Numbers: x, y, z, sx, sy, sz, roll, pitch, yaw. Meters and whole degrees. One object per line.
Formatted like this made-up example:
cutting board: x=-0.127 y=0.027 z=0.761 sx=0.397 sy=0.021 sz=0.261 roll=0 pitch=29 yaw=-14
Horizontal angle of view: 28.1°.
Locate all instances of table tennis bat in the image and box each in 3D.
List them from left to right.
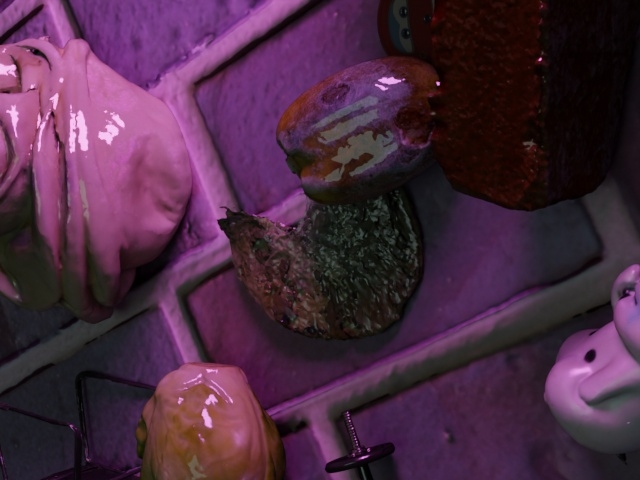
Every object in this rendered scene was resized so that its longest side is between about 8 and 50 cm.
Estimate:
table tennis bat: x=0.110 y=-0.194 z=1.095 sx=0.154 sy=0.019 sz=0.098 roll=-2 pitch=96 yaw=41

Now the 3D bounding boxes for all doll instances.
doll: x=0.250 y=0.084 z=0.971 sx=0.107 sy=0.110 sz=0.181 roll=38 pitch=124 yaw=5

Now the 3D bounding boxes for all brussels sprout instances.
brussels sprout: x=-0.106 y=0.216 z=1.265 sx=0.145 sy=0.131 sz=0.183 roll=38 pitch=122 yaw=52

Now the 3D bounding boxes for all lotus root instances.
lotus root: x=0.053 y=-0.101 z=1.104 sx=0.192 sy=0.088 sz=0.113 roll=-24 pitch=90 yaw=21

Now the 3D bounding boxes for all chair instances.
chair: x=-0.257 y=0.272 z=1.383 sx=0.145 sy=0.140 sz=0.221 roll=9 pitch=104 yaw=38

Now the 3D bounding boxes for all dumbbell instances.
dumbbell: x=0.045 y=0.228 z=1.180 sx=0.069 sy=0.069 sz=0.147 roll=-23 pitch=83 yaw=38

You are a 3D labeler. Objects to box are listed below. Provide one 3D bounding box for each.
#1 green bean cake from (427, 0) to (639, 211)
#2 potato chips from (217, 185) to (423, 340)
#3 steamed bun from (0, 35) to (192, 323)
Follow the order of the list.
green bean cake: x=0.155 y=-0.140 z=0.956 sx=0.097 sy=0.198 sz=0.233 roll=19 pitch=113 yaw=36
potato chips: x=-0.002 y=0.001 z=1.207 sx=0.220 sy=0.029 sz=0.202 roll=-21 pitch=87 yaw=36
steamed bun: x=-0.293 y=-0.060 z=1.312 sx=0.280 sy=0.207 sz=0.268 roll=44 pitch=121 yaw=22
